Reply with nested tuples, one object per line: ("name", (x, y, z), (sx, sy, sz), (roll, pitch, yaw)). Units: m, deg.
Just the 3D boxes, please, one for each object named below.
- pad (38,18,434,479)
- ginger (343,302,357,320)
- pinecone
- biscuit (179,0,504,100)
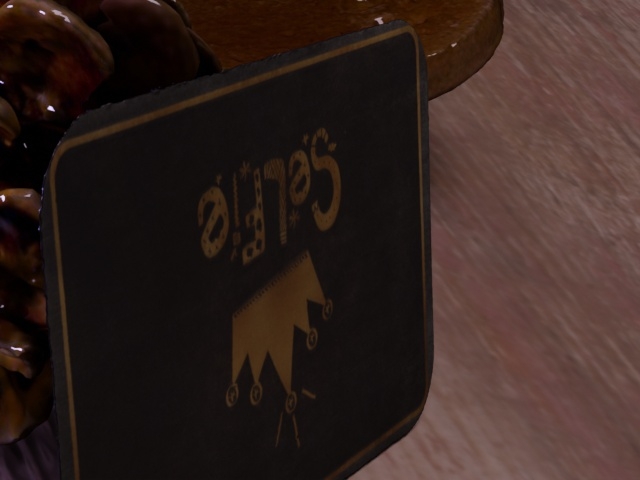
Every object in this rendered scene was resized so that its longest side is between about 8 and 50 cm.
("pad", (-0.001, -0.001, 0.906), (0.063, 0.315, 0.375), (4, 16, 28))
("ginger", (-0.037, 0.011, 1.072), (0.157, 0.102, 0.216), (22, 26, 4))
("pinecone", (-0.166, -0.032, 0.899), (0.244, 0.244, 0.309), (27, 45, -1))
("biscuit", (0.005, -0.155, 1.364), (0.257, 0.049, 0.273), (12, 32, 27))
